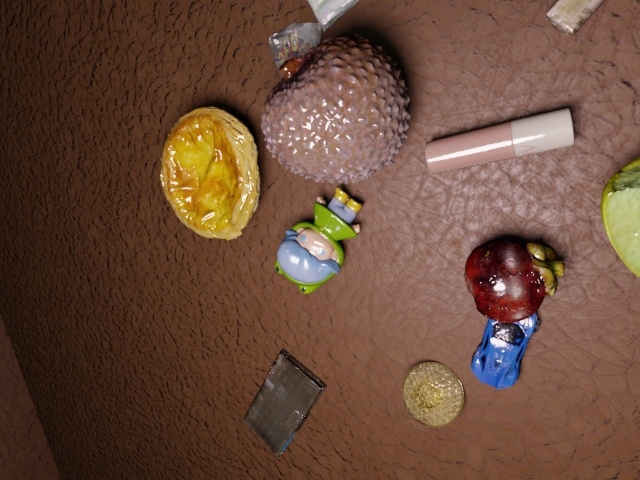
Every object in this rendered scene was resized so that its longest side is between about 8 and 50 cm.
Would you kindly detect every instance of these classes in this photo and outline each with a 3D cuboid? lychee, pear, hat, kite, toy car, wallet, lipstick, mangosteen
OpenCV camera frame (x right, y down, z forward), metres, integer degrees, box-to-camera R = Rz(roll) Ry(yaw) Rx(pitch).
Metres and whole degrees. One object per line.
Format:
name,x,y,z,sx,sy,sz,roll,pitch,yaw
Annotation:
lychee,0.029,-0.250,0.834,0.300,0.300,0.299,7,107,26
pear,0.617,-0.037,0.667,0.288,0.139,0.239,-13,112,25
hat,0.263,0.369,1.000,0.146,0.067,0.145,0,71,1
kite,-0.051,-0.384,0.981,0.141,0.015,0.244,-1,102,30
toy car,0.392,0.220,0.885,0.103,0.063,0.216,18,111,23
wallet,-0.115,0.486,1.233,0.169,0.044,0.316,36,115,19
lipstick,0.337,-0.187,0.800,0.255,0.070,0.070,-9,99,29
mangosteen,0.373,0.070,0.799,0.180,0.166,0.166,-22,93,22

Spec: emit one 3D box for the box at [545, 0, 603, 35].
box,0.441,-0.406,0.702,0.062,0.045,0.098,45,120,9

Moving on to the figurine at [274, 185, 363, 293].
figurine,0.000,0.000,0.996,0.162,0.143,0.263,37,100,6

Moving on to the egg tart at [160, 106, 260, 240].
egg tart,-0.271,-0.173,1.084,0.342,0.132,0.340,7,105,26

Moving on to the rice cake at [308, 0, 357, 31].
rice cake,0.070,-0.545,0.859,0.226,0.040,0.085,-29,89,30
